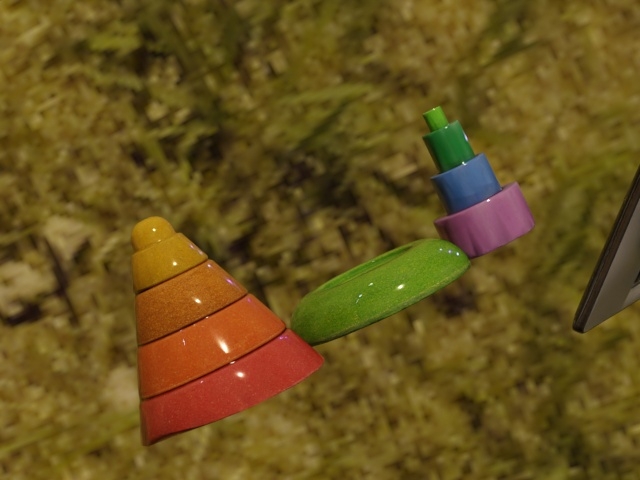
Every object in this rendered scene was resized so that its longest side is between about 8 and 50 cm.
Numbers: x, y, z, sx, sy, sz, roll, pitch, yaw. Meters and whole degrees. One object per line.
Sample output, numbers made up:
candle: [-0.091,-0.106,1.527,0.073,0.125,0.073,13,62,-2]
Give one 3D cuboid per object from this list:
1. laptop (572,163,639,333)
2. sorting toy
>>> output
laptop: [0.466,-0.074,1.774,0.236,0.382,0.408,29,24,21]
sorting toy: [0.000,0.000,1.247,0.365,0.127,0.126,-30,95,-44]
